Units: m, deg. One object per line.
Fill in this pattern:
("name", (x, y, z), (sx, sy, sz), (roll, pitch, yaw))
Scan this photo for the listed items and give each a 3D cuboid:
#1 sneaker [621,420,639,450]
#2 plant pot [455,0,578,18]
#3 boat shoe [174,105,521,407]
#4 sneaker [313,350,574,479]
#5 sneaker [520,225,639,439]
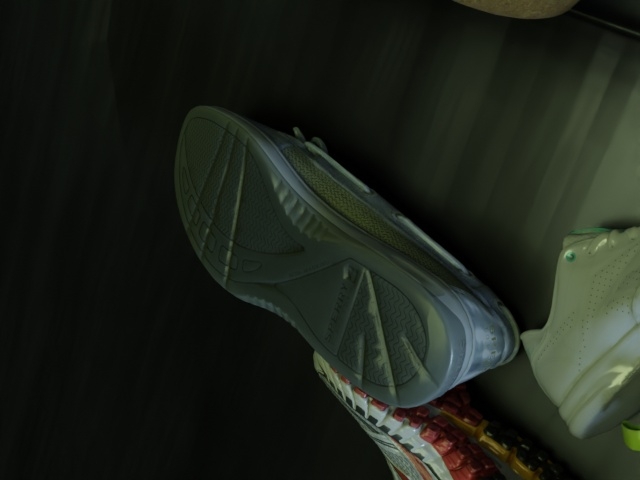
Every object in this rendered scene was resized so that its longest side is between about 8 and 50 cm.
("sneaker", (0.264, 0.103, 0.406), (0.235, 0.097, 0.084), (-9, 92, 43))
("plant pot", (0.123, -0.248, 0.414), (0.237, 0.237, 0.254), (47, 140, 26))
("boat shoe", (0.002, -0.002, 0.635), (0.320, 0.103, 0.118), (36, 118, 36))
("sneaker", (0.069, 0.147, 0.599), (0.225, 0.088, 0.092), (45, 130, 31))
("sneaker", (0.182, 0.015, 0.488), (0.094, 0.080, 0.212), (57, 131, 35))
